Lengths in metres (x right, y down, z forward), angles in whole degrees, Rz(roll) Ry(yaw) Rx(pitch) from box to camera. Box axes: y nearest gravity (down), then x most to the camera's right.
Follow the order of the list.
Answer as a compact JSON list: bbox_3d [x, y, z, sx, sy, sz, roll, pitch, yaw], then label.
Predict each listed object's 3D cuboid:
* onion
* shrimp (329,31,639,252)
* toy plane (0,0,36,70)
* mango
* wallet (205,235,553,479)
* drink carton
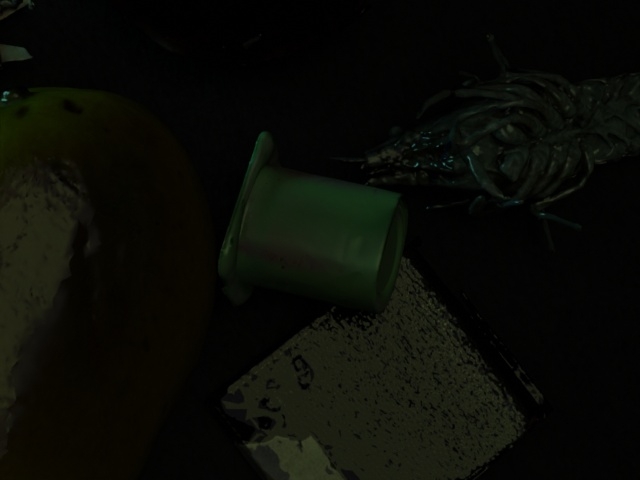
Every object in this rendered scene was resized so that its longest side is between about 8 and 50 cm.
[{"bbox_3d":[-0.073,-0.311,1.589,0.314,0.232,0.314,-1,98,-7],"label":"onion"},{"bbox_3d":[0.220,-0.099,1.668,0.410,0.166,0.221,-14,98,-27],"label":"shrimp"},{"bbox_3d":[-0.346,-0.227,1.606,0.135,0.062,0.188,-29,88,-14],"label":"toy plane"},{"bbox_3d":[-0.235,0.083,1.494,0.301,0.220,0.445,10,83,-39],"label":"mango"},{"bbox_3d":[0.057,0.155,1.632,0.262,0.071,0.221,-38,91,-9],"label":"wallet"},{"bbox_3d":[0.000,0.000,1.581,0.142,0.144,0.146,13,73,10],"label":"drink carton"}]
